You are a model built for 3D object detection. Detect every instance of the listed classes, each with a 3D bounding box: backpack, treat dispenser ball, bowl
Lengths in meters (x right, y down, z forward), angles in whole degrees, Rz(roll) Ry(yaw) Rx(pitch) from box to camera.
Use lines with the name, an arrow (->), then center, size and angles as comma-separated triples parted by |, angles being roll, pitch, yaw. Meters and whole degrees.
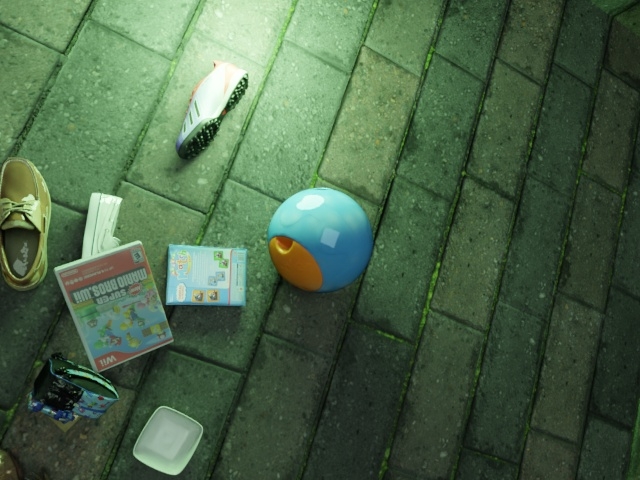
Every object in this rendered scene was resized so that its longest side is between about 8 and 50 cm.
backpack -> -0.566, 0.355, 1.248 | 0.173, 0.158, 0.116 | 35, 77, -27
treat dispenser ball -> 0.000, 0.000, 1.473 | 0.289, 0.288, 0.287 | 4, 81, -22
bowl -> -0.386, 0.503, 1.362 | 0.142, 0.053, 0.142 | 34, 70, -15

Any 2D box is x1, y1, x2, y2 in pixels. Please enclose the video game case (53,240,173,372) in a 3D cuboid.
video game case -> -0.500, 0.164, 1.326 | 0.204, 0.025, 0.284 | -21, 112, -24

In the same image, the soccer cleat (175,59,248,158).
soccer cleat -> -0.325, -0.367, 1.505 | 0.117, 0.108, 0.318 | 29, 73, 5

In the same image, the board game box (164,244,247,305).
board game box -> -0.309, 0.097, 1.463 | 0.212, 0.039, 0.160 | 4, 80, -23

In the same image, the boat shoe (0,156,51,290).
boat shoe -> -0.703, -0.045, 1.276 | 0.123, 0.116, 0.323 | -7, 85, -24

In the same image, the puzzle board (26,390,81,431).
puzzle board -> -0.624, 0.383, 1.303 | 0.128, 0.011, 0.096 | 49, 66, -10

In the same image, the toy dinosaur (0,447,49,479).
toy dinosaur -> -0.702, 0.540, 1.192 | 0.200, 0.127, 0.295 | -28, 81, -31

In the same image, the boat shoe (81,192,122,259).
boat shoe -> -0.544, 0.007, 1.348 | 0.084, 0.095, 0.257 | 6, 81, -18
